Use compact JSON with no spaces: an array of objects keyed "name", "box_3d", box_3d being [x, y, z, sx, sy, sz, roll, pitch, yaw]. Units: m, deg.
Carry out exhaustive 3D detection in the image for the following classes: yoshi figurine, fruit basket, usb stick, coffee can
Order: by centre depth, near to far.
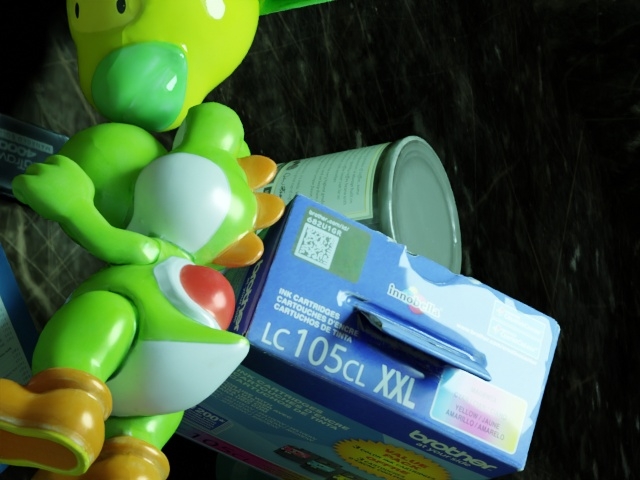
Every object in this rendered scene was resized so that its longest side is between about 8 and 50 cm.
[{"name":"yoshi figurine","box_3d":[-0.168,0.034,0.918,0.203,0.203,0.362,29,50,-14]},{"name":"usb stick","box_3d":[-0.291,-0.079,1.076,0.278,0.045,0.077,19,72,-60]},{"name":"fruit basket","box_3d":[-0.141,-0.286,1.087,0.283,0.392,0.392,65,31,-28]},{"name":"coffee can","box_3d":[0.000,0.000,1.359,0.201,0.275,0.201,27,59,-58]}]

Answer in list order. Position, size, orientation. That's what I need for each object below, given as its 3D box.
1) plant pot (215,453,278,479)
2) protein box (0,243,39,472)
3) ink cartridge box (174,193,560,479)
[{"name":"plant pot","box_3d":[0.022,0.247,1.375,0.255,0.272,0.271,-30,110,-45]},{"name":"protein box","box_3d":[-0.325,0.093,0.858,0.200,0.136,0.201,-47,123,-57]},{"name":"ink cartridge box","box_3d":[0.024,0.114,1.058,0.270,0.395,0.151,26,62,-13]}]
